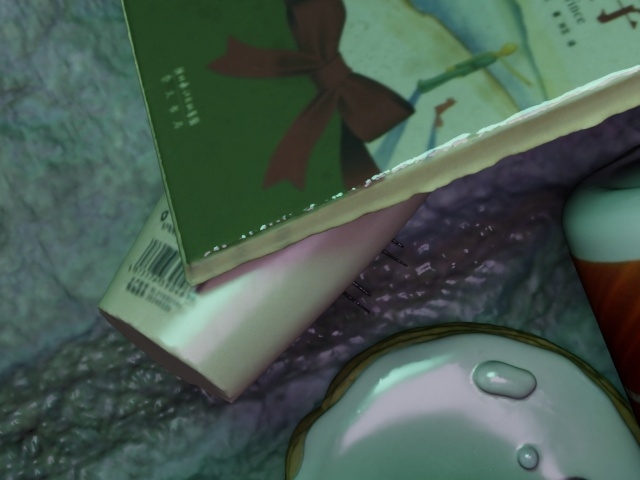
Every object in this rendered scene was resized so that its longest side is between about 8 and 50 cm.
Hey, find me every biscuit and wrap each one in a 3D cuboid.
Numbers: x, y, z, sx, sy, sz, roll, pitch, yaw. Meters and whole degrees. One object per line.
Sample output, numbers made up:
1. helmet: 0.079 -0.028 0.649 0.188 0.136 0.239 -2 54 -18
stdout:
1. biscuit: 0.084 0.136 0.684 0.208 0.049 0.181 22 96 -4

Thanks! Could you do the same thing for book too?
1. book: 0.051 -0.113 0.572 0.289 0.026 0.201 -24 54 8

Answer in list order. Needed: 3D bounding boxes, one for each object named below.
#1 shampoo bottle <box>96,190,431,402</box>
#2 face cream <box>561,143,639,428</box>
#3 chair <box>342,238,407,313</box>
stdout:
1. shampoo bottle: 0.003 -0.048 0.618 0.257 0.127 0.078 -54 137 -14
2. face cream: 0.232 0.030 0.600 0.201 0.201 0.187 -23 97 0
3. chair: 0.000 -0.002 0.669 0.086 0.037 0.042 28 107 -9
